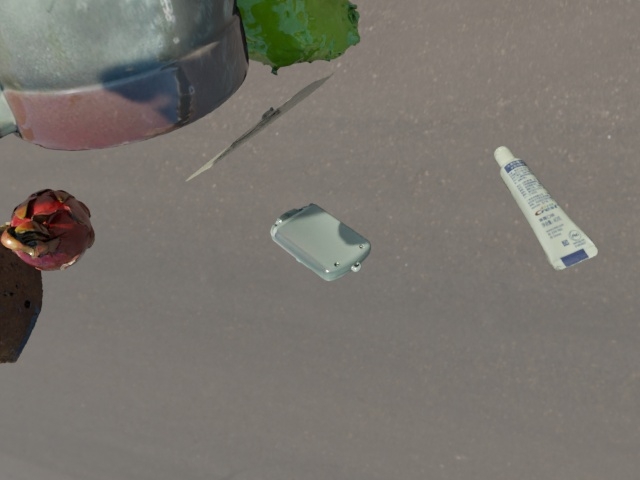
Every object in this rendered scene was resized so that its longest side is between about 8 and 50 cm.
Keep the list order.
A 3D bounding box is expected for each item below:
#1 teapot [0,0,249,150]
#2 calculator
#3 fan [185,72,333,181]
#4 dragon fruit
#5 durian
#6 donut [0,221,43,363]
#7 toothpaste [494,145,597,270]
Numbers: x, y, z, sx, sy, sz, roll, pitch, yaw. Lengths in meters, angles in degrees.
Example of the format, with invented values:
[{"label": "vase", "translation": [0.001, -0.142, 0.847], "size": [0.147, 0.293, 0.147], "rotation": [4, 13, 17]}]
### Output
[{"label": "teapot", "translation": [-0.230, -0.244, 0.498], "size": [0.233, 0.315, 0.312], "rotation": [25, 139, 38]}, {"label": "calculator", "translation": [0.000, 0.000, 1.415], "size": [0.246, 0.141, 0.045], "rotation": [35, 146, 33]}, {"label": "fan", "translation": [-0.071, -0.175, 0.887], "size": [0.233, 0.415, 0.012], "rotation": [-31, 104, 16]}, {"label": "dragon fruit", "translation": [-0.303, -0.002, 0.699], "size": [0.094, 0.190, 0.094], "rotation": [-3, 106, -10]}, {"label": "durian", "translation": [-0.108, -0.387, 0.825], "size": [0.256, 0.204, 0.340], "rotation": [48, 176, 46]}, {"label": "donut", "translation": [-0.499, 0.075, 0.964], "size": [0.144, 0.126, 0.186], "rotation": [28, 94, 16]}, {"label": "toothpaste", "translation": [0.295, -0.051, 0.874], "size": [0.062, 0.216, 0.037], "rotation": [-25, 143, 4]}]
